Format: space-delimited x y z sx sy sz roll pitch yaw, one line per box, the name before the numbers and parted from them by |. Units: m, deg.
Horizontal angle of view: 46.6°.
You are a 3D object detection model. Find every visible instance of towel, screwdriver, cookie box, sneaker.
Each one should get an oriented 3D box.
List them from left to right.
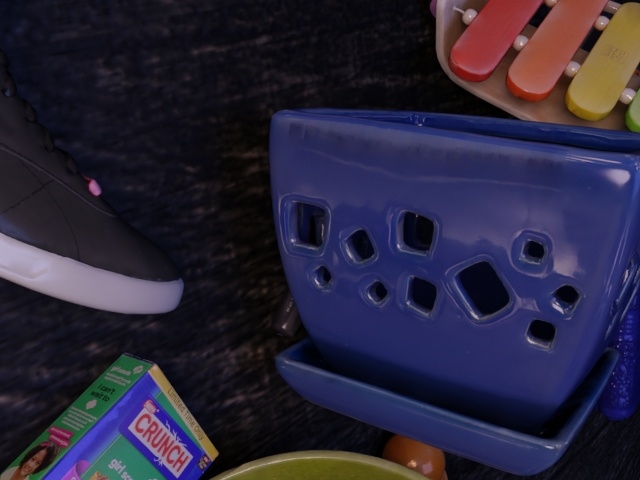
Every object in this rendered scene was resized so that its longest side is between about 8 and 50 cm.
sneaker | -0.153 -0.071 0.335 0.296 0.105 0.146 34 77 -41
cookie box | -0.126 0.139 0.454 0.107 0.040 0.091 -48 128 -32
screwdriver | 0.000 0.000 0.592 0.024 0.025 0.169 46 55 -41
towel | 0.432 0.073 1.044 0.228 0.076 0.308 -12 105 -54

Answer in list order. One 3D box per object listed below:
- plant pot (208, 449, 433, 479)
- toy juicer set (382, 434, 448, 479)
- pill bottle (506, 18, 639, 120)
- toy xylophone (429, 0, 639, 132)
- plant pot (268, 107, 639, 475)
plant pot | 0.008 0.341 0.504 0.275 0.275 0.293 -45 143 -33
toy juicer set | 0.167 0.140 0.754 0.209 0.089 0.329 40 75 -30
pill bottle | 0.259 -0.109 0.768 0.245 0.130 0.130 -53 131 -28
toy xylophone | 0.263 -0.173 0.683 0.081 0.323 0.236 100 17 -58
plant pot | 0.109 0.020 0.534 0.236 0.236 0.212 -17 116 -58
